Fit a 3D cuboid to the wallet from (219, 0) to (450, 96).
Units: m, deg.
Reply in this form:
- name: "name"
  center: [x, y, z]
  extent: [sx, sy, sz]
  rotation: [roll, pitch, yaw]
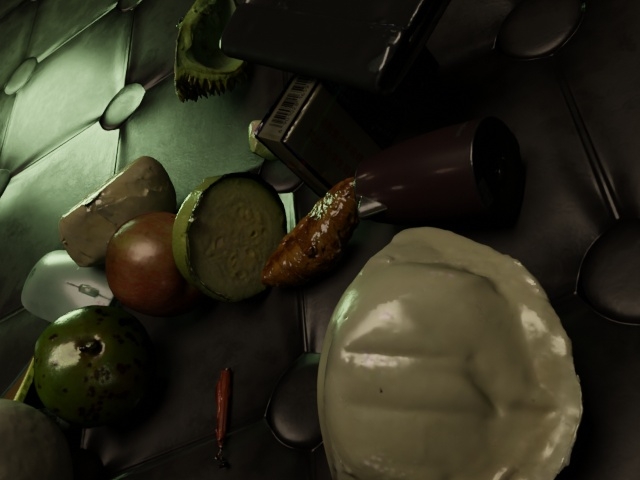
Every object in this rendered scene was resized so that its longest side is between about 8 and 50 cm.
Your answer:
- name: "wallet"
  center: [0.015, -0.356, 1.242]
  extent: [0.406, 0.062, 0.228]
  rotation: [25, 79, 46]

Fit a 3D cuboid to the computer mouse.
- name: "computer mouse"
  center: [-0.523, 0.094, 1.641]
  extent: [0.289, 0.097, 0.159]
  rotation: [7, 63, 45]

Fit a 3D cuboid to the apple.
- name: "apple"
  center: [-0.278, 0.043, 1.407]
  extent: [0.174, 0.188, 0.188]
  rotation: [9, 67, 38]

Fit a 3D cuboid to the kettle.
- name: "kettle"
  center: [0.169, -0.106, 1.180]
  extent: [0.232, 0.144, 0.202]
  rotation: [-6, 37, 40]

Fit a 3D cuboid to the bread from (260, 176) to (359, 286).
- name: "bread"
  center: [0.000, 0.000, 1.284]
  extent: [0.233, 0.076, 0.105]
  rotation: [-49, 29, 11]

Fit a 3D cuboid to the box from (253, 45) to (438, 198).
- name: "box"
  center: [0.049, -0.238, 1.323]
  extent: [0.084, 0.198, 0.310]
  rotation: [20, 75, 47]

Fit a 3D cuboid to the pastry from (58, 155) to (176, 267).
- name: "pastry"
  center: [-0.399, -0.054, 1.568]
  extent: [0.265, 0.133, 0.265]
  rotation: [-31, 16, 10]

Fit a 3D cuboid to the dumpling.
- name: "dumpling"
  center: [0.142, 0.183, 0.928]
  extent: [0.316, 0.233, 0.394]
  rotation: [12, 84, 42]

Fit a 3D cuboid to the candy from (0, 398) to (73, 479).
- name: "candy"
  center: [-0.565, 0.461, 1.203]
  extent: [0.186, 0.386, 0.426]
  rotation: [26, 113, 53]

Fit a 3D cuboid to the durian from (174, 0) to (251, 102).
- name: "durian"
  center: [-0.255, -0.440, 1.730]
  extent: [0.163, 0.198, 0.394]
  rotation: [-15, 50, 34]

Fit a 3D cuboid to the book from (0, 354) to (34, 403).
- name: "book"
  center: [-0.615, 0.354, 1.459]
  extent: [0.262, 0.028, 0.374]
  rotation: [-54, 14, -5]

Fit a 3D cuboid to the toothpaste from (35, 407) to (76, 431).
- name: "toothpaste"
  center: [-0.532, 0.345, 1.506]
  extent: [0.268, 0.047, 0.069]
  rotation: [-16, 70, 35]

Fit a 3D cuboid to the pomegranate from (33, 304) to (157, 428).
- name: "pomegranate"
  center: [-0.391, 0.223, 1.387]
  extent: [0.263, 0.211, 0.211]
  rotation: [120, 166, -64]

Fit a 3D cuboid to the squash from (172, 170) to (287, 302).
- name: "squash"
  center: [-0.168, -0.010, 1.328]
  extent: [0.133, 0.220, 0.220]
  rotation: [8, 66, 39]

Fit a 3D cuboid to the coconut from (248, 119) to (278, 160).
- name: "coconut"
  center: [-0.093, -0.189, 1.501]
  extent: [0.083, 0.081, 0.082]
  rotation: [123, 141, -48]

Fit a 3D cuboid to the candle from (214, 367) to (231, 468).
- name: "candle"
  center: [-0.154, 0.279, 1.252]
  extent: [0.026, 0.021, 0.167]
  rotation: [-10, 51, 10]
